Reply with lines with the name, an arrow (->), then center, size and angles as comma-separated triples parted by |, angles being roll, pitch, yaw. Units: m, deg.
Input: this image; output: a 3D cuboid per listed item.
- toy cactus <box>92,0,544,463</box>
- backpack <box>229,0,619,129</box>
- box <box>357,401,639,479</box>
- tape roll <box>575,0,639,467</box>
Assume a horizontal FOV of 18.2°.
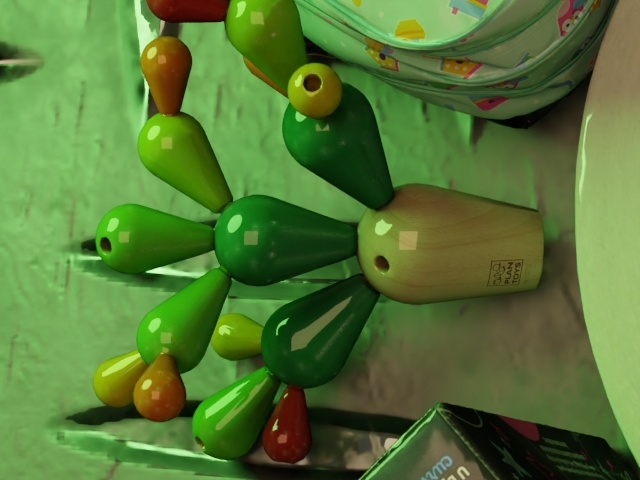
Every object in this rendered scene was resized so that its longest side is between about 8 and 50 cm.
toy cactus -> 0.000, 0.000, 0.804 | 0.180, 0.112, 0.219 | 2, 109, -5
backpack -> 0.038, -0.125, 0.811 | 0.182, 0.115, 0.152 | 37, 98, 25
box -> 0.063, 0.167, 0.692 | 0.163, 0.247, 0.142 | -45, 70, 9
tape roll -> 0.282, -0.015, 0.711 | 0.392, 0.072, 0.392 | -4, 82, 27
